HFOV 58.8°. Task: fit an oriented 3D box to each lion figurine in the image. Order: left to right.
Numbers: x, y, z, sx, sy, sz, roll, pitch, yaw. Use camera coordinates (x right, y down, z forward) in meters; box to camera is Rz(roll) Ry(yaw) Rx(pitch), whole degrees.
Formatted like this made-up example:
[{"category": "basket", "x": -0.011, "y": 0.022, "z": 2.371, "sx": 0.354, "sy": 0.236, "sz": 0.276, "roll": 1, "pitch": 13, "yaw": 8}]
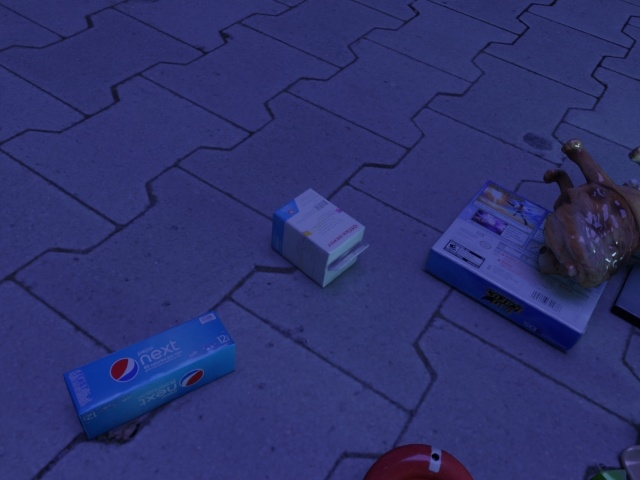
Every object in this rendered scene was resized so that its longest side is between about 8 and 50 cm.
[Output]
[{"category": "lion figurine", "x": 0.524, "y": -0.042, "z": 0.962, "sx": 0.392, "sy": 0.142, "sz": 0.240, "roll": -4, "pitch": 55, "yaw": -20}]

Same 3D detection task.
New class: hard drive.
[{"category": "hard drive", "x": 0.575, "y": 0.103, "z": 0.991, "sx": 0.094, "sy": 0.022, "sz": 0.135, "roll": 32, "pitch": 50, "yaw": 20}]

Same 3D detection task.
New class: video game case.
[{"category": "video game case", "x": 0.357, "y": 0.031, "z": 0.996, "sx": 0.269, "sy": 0.061, "sz": 0.244, "roll": 32, "pitch": 50, "yaw": 19}]

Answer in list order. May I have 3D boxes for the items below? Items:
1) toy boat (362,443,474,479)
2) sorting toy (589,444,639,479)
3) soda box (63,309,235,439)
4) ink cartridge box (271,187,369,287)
[{"category": "toy boat", "x": 0.107, "y": 0.329, "z": 0.613, "sx": 0.150, "sy": 0.151, "sz": 0.231, "roll": 17, "pitch": 47, "yaw": 6}, {"category": "sorting toy", "x": 0.517, "y": 0.352, "z": 0.730, "sx": 0.347, "sy": 0.047, "sz": 0.196, "roll": -1, "pitch": 47, "yaw": -10}, {"category": "soda box", "x": -0.222, "y": 0.176, "z": 0.759, "sx": 0.210, "sy": 0.071, "sz": 0.067, "roll": -21, "pitch": 53, "yaw": -26}, {"category": "ink cartridge box", "x": 0.000, "y": 0.000, "z": 0.948, "sx": 0.143, "sy": 0.090, "sz": 0.092, "roll": 38, "pitch": 53, "yaw": 23}]
